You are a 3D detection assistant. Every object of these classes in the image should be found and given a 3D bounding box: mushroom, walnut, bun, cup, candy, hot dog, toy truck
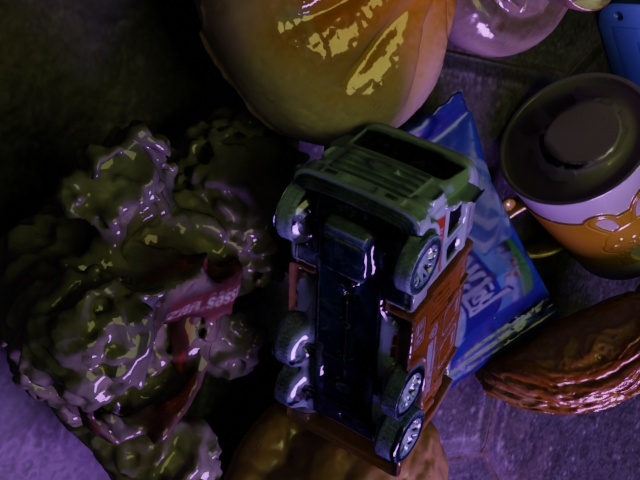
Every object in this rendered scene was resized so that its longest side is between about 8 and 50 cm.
[{"bbox_3d":[0.205,-0.284,1.180,0.207,0.215,0.207,-15,118,-31],"label":"mushroom"},{"bbox_3d":[0.011,0.252,1.165,0.257,0.224,0.257,0,91,-33],"label":"walnut"},{"bbox_3d":[0.023,-0.234,1.002,0.299,0.165,0.298,25,58,-46],"label":"bun"},{"bbox_3d":[0.312,-0.053,1.393,0.241,0.185,0.226,-33,137,11],"label":"cup"},{"bbox_3d":[0.145,0.012,1.297,0.187,0.077,0.331,-34,122,-12],"label":"candy"},{"bbox_3d":[0.320,0.143,1.395,0.259,0.175,0.114,-29,93,9],"label":"hot dog"},{"bbox_3d":[0.057,0.046,1.011,0.162,0.136,0.305,-44,148,-40],"label":"toy truck"}]

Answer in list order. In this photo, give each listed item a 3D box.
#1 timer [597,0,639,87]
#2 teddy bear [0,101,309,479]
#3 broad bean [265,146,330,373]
[{"bbox_3d":[0.484,-0.210,1.424,0.091,0.250,0.231,-42,127,-23],"label":"timer"},{"bbox_3d":[-0.110,0.020,1.001,0.367,0.224,0.357,-48,150,-23],"label":"teddy bear"},{"bbox_3d":[0.000,0.000,1.137,0.049,0.144,0.291,15,93,-15],"label":"broad bean"}]
